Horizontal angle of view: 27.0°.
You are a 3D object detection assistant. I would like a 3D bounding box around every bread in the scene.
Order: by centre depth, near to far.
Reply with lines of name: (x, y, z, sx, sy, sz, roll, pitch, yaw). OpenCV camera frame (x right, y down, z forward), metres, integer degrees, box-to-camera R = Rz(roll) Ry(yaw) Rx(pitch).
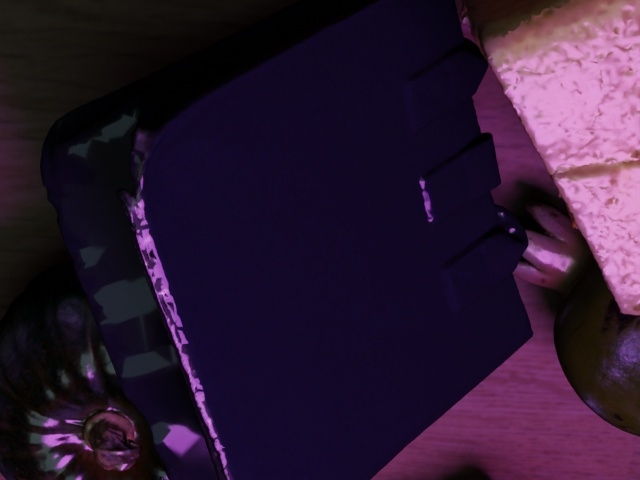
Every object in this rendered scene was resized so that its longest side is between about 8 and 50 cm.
bread: (0.214, -0.108, 0.874, 0.198, 0.263, 0.236, -21, 117, 9)

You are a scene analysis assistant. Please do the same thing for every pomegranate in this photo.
pomegranate: (0.240, 0.047, 1.026, 0.225, 0.187, 0.187, 35, 111, 8)

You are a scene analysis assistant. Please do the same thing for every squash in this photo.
squash: (-0.153, 0.113, 0.996, 0.218, 0.172, 0.218, 7, 109, 21)

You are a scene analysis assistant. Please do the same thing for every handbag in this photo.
handbag: (0.000, 0.000, 0.907, 0.329, 0.122, 0.303, -34, 118, -35)
